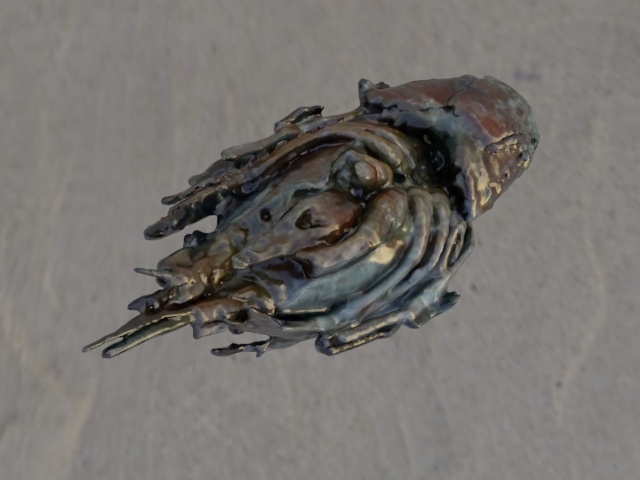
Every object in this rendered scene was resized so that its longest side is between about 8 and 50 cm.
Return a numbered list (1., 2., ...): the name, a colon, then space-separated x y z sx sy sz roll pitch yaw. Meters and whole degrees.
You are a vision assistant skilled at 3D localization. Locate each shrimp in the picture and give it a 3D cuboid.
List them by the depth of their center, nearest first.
1. shrimp: 0.000 0.000 0.649 0.090 0.233 0.079 55 134 6
